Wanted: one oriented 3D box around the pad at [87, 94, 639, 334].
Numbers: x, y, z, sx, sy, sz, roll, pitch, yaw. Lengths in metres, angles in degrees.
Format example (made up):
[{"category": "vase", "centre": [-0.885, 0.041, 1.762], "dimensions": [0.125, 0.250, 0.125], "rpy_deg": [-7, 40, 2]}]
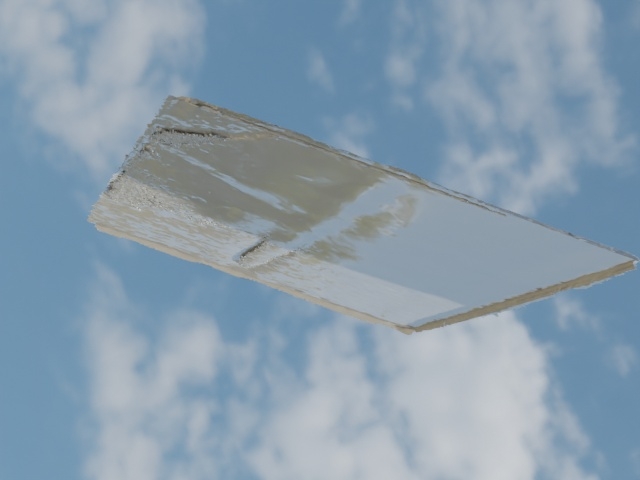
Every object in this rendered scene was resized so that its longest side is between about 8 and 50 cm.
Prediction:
[{"category": "pad", "centre": [0.000, 0.000, 0.558], "dimensions": [0.232, 0.156, 0.004], "rpy_deg": [149, -42, -73]}]
